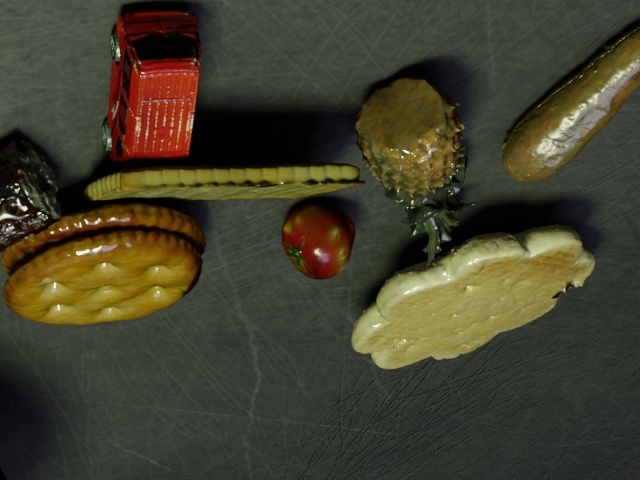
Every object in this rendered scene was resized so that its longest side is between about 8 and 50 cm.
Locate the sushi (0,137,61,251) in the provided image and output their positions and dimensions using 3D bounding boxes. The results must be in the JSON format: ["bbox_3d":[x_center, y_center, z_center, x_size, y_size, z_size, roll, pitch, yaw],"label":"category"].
[{"bbox_3d":[-0.304,-0.042,1.464,0.084,0.094,0.098,-27,137,8],"label":"sushi"}]

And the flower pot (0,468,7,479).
[{"bbox_3d":[-0.499,0.279,1.661,0.380,0.251,0.379,-11,140,-10],"label":"flower pot"}]

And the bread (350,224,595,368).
[{"bbox_3d":[0.181,0.067,1.788,0.316,0.054,0.316,-17,157,-8],"label":"bread"}]

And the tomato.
[{"bbox_3d":[0.000,0.000,1.647,0.075,0.087,0.087,-35,150,-24],"label":"tomato"}]

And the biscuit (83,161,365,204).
[{"bbox_3d":[-0.098,-0.059,1.497,0.255,0.029,0.172,-2,177,-24],"label":"biscuit"}]

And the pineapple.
[{"bbox_3d":[0.112,-0.074,1.582,0.125,0.125,0.251,-20,148,3],"label":"pineapple"}]

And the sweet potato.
[{"bbox_3d":[0.293,-0.157,1.576,0.075,0.075,0.273,22,124,-40],"label":"sweet potato"}]

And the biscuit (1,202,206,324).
[{"bbox_3d":[-0.228,0.028,1.564,0.221,0.066,0.220,-9,159,-4],"label":"biscuit"}]

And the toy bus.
[{"bbox_3d":[-0.158,-0.126,1.413,0.081,0.089,0.195,-4,142,-16],"label":"toy bus"}]
